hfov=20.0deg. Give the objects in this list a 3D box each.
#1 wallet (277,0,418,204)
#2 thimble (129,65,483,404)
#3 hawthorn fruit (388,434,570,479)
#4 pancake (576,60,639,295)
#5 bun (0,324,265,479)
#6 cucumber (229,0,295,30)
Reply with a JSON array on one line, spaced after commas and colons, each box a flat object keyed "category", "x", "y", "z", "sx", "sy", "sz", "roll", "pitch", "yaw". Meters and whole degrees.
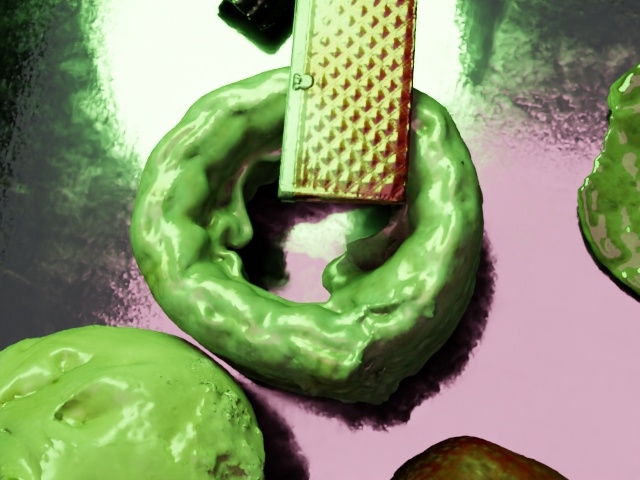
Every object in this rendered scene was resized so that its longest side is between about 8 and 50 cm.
[{"category": "wallet", "x": 0.024, "y": -0.124, "z": 1.454, "sx": 0.103, "sy": 0.020, "sz": 0.196, "roll": 3, "pitch": 76, "yaw": 8}, {"category": "thimble", "x": 0.000, "y": 0.000, "z": 1.536, "sx": 0.292, "sy": 0.195, "sz": 0.291, "roll": -2, "pitch": 77, "yaw": 8}, {"category": "hawthorn fruit", "x": 0.142, "y": 0.277, "z": 1.460, "sx": 0.250, "sy": 0.215, "sz": 0.215, "roll": 28, "pitch": 83, "yaw": 10}, {"category": "pancake", "x": 0.334, "y": -0.055, "z": 1.582, "sx": 0.223, "sy": 0.042, "sz": 0.236, "roll": -1, "pitch": 81, "yaw": 3}, {"category": "bun", "x": -0.220, "y": 0.220, "z": 1.476, "sx": 0.362, "sy": 0.234, "sz": 0.326, "roll": -46, "pitch": 45, "yaw": 0}, {"category": "cucumber", "x": 0.014, "y": -0.324, "z": 1.665, "sx": 0.081, "sy": 0.072, "sz": 0.303, "roll": 39, "pitch": 85, "yaw": 14}]
